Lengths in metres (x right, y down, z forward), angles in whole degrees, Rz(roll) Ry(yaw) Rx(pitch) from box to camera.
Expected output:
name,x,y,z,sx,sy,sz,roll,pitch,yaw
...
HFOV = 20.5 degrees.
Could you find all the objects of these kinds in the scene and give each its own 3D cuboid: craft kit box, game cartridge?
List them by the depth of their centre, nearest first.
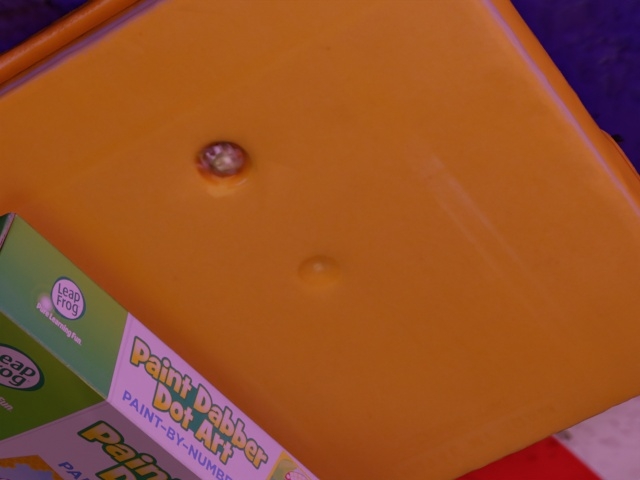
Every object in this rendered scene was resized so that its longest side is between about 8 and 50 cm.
name,x,y,z,sx,sy,sz,roll,pitch,yaw
game cartridge,0.000,0.000,0.849,0.285,0.052,0.323,-27,126,21
craft kit box,-0.155,0.115,0.898,0.247,0.061,0.250,-24,126,34
